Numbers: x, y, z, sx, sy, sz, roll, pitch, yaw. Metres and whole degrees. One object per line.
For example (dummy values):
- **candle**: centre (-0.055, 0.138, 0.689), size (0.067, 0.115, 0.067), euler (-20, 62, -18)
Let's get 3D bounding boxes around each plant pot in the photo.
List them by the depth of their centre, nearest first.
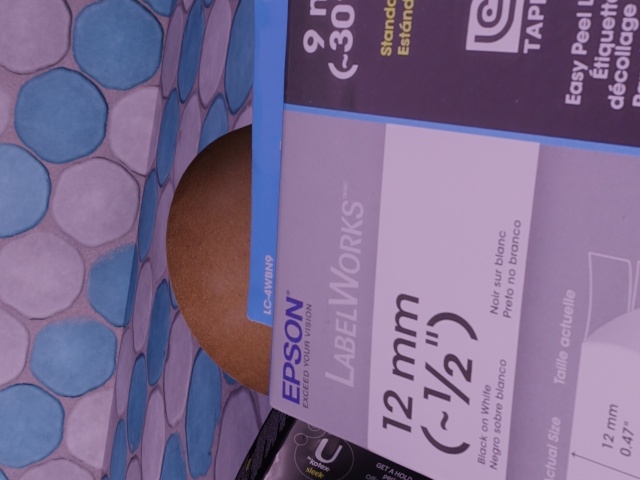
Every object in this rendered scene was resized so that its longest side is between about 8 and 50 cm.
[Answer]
- **plant pot**: centre (0.050, -0.011, 0.632), size (0.254, 0.237, 0.237), euler (-20, 64, 51)

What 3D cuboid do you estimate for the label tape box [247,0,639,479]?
- **label tape box**: centre (0.056, -0.024, 0.425), size (0.347, 0.115, 0.249), euler (14, 107, 38)

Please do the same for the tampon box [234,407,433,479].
- **tampon box**: centre (0.012, 0.167, 0.574), size (0.161, 0.120, 0.101), euler (-62, 6, 21)
